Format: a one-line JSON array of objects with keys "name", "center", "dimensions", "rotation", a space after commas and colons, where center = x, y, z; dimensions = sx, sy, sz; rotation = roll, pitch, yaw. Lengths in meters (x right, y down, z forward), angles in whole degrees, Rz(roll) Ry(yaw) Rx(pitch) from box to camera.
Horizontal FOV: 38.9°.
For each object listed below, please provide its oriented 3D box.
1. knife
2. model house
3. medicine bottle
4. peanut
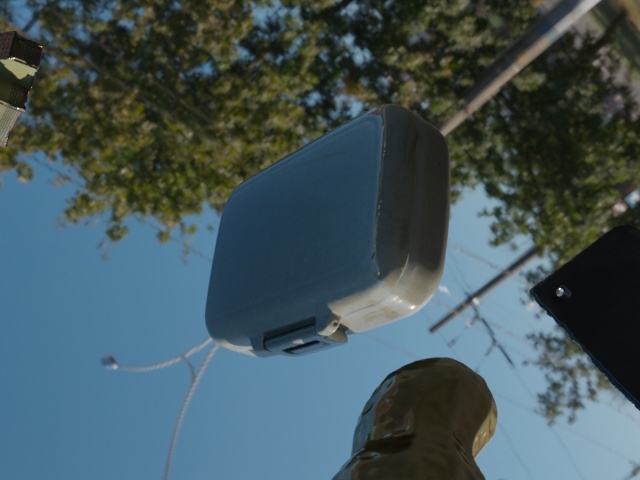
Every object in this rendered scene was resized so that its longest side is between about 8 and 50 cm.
[{"name": "knife", "center": [0.195, 0.088, 0.386], "dimensions": [0.245, 0.072, 0.019], "rotation": [53, 176, 29]}, {"name": "model house", "center": [-0.262, -0.122, 0.717], "dimensions": [0.058, 0.083, 0.057], "rotation": [19, -130, -25]}, {"name": "medicine bottle", "center": [0.000, 0.000, 1.114], "dimensions": [0.123, 0.375, 0.282], "rotation": [25, -120, -32]}, {"name": "peanut", "center": [0.080, 0.177, 0.709], "dimensions": [0.125, 0.111, 0.274], "rotation": [17, -151, 12]}]
